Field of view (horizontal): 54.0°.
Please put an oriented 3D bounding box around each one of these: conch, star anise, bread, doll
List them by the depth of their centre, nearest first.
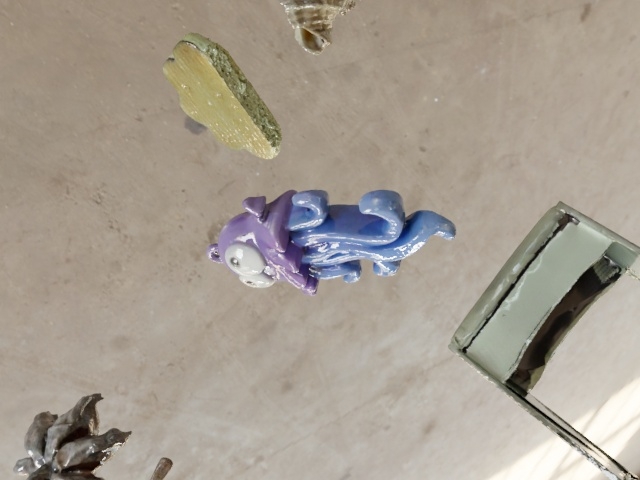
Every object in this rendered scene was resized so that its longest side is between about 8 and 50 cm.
[{"bbox_3d":[0.000,0.000,0.484,0.206,0.067,0.110,-9,136,22],"label":"doll"},{"bbox_3d":[-0.001,-0.362,0.822,0.178,0.163,0.245,21,72,-37],"label":"conch"},{"bbox_3d":[-0.465,0.416,1.159,0.359,0.316,0.139,-44,148,3],"label":"star anise"},{"bbox_3d":[-0.195,-0.270,1.194,0.056,0.207,0.286,-54,132,-24],"label":"bread"}]

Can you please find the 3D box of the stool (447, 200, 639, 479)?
[{"bbox_3d":[0.355,0.132,0.815,0.243,0.269,0.170,-54,145,4],"label":"stool"}]
